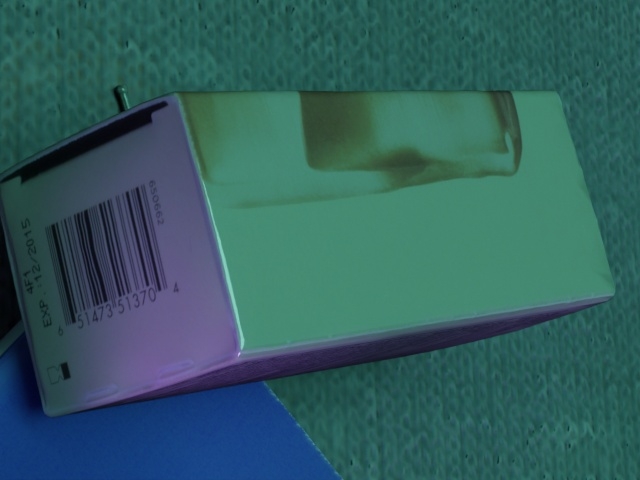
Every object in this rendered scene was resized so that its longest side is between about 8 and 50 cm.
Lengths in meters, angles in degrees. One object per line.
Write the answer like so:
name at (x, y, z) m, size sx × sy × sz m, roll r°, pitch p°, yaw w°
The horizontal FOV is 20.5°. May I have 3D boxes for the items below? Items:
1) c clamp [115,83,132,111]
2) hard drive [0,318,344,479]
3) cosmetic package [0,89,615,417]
c clamp at (-0.037, -0.028, 1.030) m, size 0.161 × 0.022 × 0.137 m, roll -6°, pitch 83°, yaw -39°
hard drive at (-0.132, 0.171, 0.893) m, size 0.210 × 0.040 × 0.318 m, roll 53°, pitch 53°, yaw -17°
cosmetic package at (0.000, 0.000, 0.922) m, size 0.296 × 0.153 × 0.129 m, roll -4°, pitch 78°, yaw -49°
